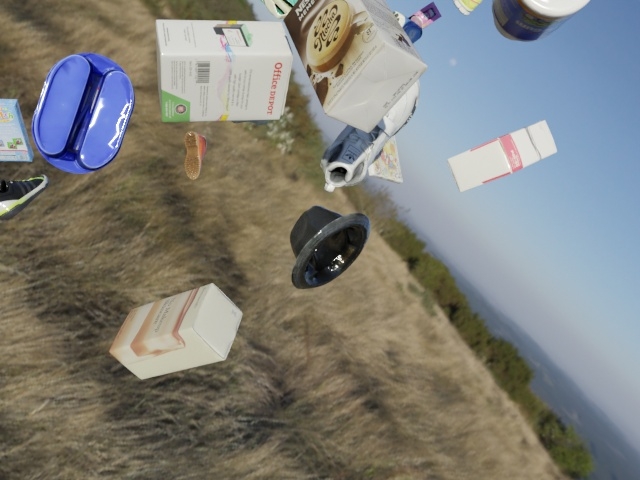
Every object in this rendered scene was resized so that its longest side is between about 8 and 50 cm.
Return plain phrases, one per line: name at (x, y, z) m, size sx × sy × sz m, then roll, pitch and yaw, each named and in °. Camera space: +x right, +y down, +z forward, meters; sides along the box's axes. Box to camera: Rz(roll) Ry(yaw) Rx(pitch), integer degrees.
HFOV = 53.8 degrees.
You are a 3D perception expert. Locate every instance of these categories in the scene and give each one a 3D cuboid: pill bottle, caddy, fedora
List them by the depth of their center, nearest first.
pill bottle at (0.423, -0.477, 1.233) m, size 0.152 × 0.152 × 0.272 m, roll 46°, pitch 5°, yaw 0°
caddy at (-0.654, -0.353, 1.748) m, size 0.242 × 0.341 × 0.179 m, roll 19°, pitch 1°, yaw -22°
fedora at (0.000, 0.000, 1.963) m, size 0.152 × 0.334 × 0.334 m, roll 49°, pitch 7°, yaw 25°

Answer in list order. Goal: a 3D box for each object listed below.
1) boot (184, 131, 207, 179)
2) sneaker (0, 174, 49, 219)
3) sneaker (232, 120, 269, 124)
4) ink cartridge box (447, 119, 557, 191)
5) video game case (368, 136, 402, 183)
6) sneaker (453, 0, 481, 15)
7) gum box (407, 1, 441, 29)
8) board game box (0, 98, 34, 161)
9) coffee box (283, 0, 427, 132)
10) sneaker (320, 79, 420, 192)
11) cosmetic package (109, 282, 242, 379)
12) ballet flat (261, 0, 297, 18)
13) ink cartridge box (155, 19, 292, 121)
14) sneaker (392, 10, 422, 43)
boot at (-0.412, -0.283, 2.121) m, size 0.059 × 0.157 × 0.085 m, roll 3°, pitch 3°, yaw 20°
sneaker at (-0.881, -0.153, 1.841) m, size 0.097 × 0.084 × 0.234 m, roll 53°, pitch 21°, yaw -23°
sneaker at (-0.252, -0.450, 2.210) m, size 0.152 × 0.058 × 0.084 m, roll -6°, pitch 52°, yaw -27°
ink cartridge box at (0.569, -0.264, 1.963) m, size 0.283 × 0.207 × 0.117 m, roll -23°, pitch 91°, yaw -39°
video game case at (0.234, -0.339, 2.398) m, size 0.206 × 0.026 × 0.226 m, roll 7°, pitch 71°, yaw -51°
sneaker at (0.429, -0.801, 1.946) m, size 0.209 × 0.094 × 0.081 m, roll 37°, pitch 49°, yaw -29°
gum box at (0.336, -0.775, 2.261) m, size 0.062 × 0.107 × 0.188 m, roll 56°, pitch -26°, yaw -11°
board game box at (-0.985, -0.334, 1.924) m, size 0.211 × 0.160 × 0.039 m, roll 98°, pitch -10°, yaw -46°
coffee box at (0.055, -0.371, 1.181) m, size 0.119 × 0.168 × 0.297 m, roll 16°, pitch 40°, yaw -38°
sneaker at (0.126, -0.277, 1.658) m, size 0.137 × 0.365 × 0.210 m, roll 36°, pitch 38°, yaw -5°
cosmetic package at (-0.359, 0.229, 1.565) m, size 0.129 × 0.296 × 0.153 m, roll 52°, pitch 35°, yaw -30°
ballet flat at (-0.073, -0.595, 1.671) m, size 0.247 × 0.087 × 0.083 m, roll 42°, pitch -25°, yaw -1°
ink cartridge box at (-0.219, -0.375, 1.407) m, size 0.201 × 0.279 × 0.117 m, roll 108°, pitch -28°, yaw -54°
sneaker at (0.218, -0.594, 2.078) m, size 0.147 × 0.330 × 0.129 m, roll 14°, pitch 59°, yaw -24°
